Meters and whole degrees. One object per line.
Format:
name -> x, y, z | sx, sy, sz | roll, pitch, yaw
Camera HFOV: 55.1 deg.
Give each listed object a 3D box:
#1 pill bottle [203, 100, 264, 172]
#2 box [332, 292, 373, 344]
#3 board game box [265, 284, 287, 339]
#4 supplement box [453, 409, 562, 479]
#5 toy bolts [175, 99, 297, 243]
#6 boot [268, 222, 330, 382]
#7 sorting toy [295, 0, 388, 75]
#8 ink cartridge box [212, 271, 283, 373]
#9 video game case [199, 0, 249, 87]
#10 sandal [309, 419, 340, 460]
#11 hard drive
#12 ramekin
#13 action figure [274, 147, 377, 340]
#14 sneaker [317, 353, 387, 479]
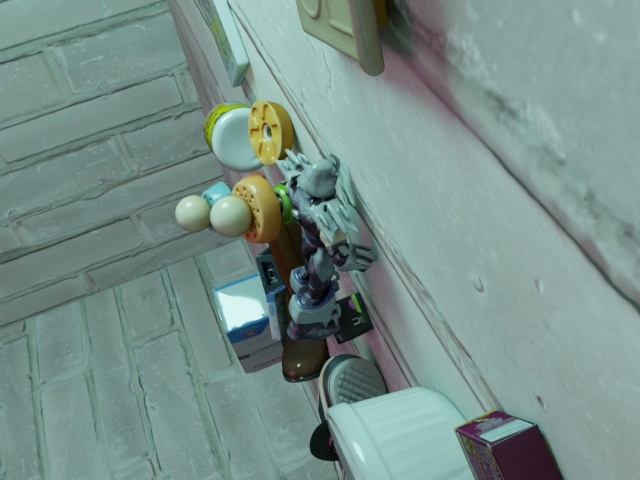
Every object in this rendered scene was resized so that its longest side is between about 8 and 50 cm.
pill bottle -> -0.161, -0.204, 1.179 | 0.215, 0.117, 0.117 | -134, 24, -67
box -> 0.042, 0.122, 0.948 | 0.083, 0.052, 0.062 | 104, 143, -76
board game box -> -0.077, 0.139, 1.205 | 0.090, 0.020, 0.090 | -25, -73, -70
supplement box -> 0.146, 0.171, 0.486 | 0.083, 0.043, 0.055 | 130, 119, -80
toy bolts -> -0.136, -0.088, 0.957 | 0.228, 0.159, 0.218 | -22, 84, 57
boot -> -0.045, 0.088, 1.133 | 0.264, 0.096, 0.280 | -60, -41, -61
sorting toy -> 0.000, -0.239, 0.455 | 0.208, 0.038, 0.193 | -117, 10, -57
ink cartridge box -> -0.129, 0.203, 1.574 | 0.307, 0.223, 0.129 | 85, 162, -60
video game case -> -0.194, -0.422, 1.172 | 0.206, 0.026, 0.226 | -166, 55, -78
sandal -> 0.055, 0.305, 0.936 | 0.040, 0.179, 0.067 | -17, -89, -62
hard drive -> -0.058, 0.130, 1.331 | 0.172, 0.054, 0.254 | -41, -65, -70
ramekin -> 0.114, 0.289, 0.677 | 0.273, 0.127, 0.272 | 159, 90, -81
action figure -> 0.000, 0.000, 0.797 | 0.285, 0.099, 0.185 | 96, 161, -44
sneaker -> 0.075, 0.346, 1.047 | 0.127, 0.126, 0.321 | -177, 77, -75
